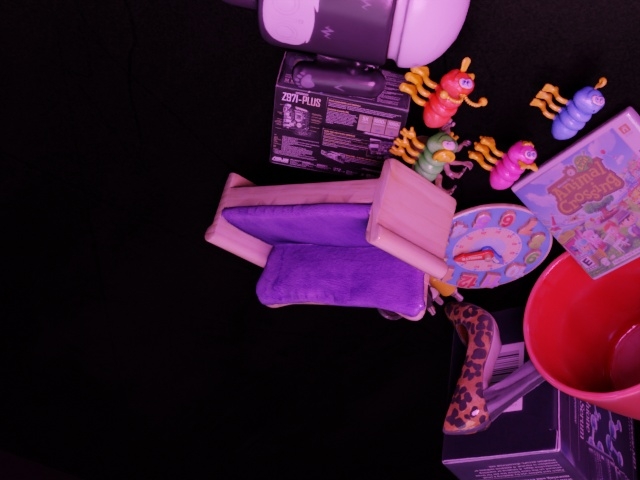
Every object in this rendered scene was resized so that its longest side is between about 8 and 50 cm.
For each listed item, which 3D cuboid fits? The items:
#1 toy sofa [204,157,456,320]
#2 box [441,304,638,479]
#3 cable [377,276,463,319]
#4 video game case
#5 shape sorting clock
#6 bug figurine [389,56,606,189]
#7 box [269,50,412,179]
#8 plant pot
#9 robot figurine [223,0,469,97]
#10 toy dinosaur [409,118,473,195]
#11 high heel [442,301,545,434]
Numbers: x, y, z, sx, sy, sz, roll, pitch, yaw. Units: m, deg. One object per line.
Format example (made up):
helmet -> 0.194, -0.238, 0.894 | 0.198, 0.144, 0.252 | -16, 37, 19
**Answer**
toy sofa -> 0.000, 0.000, 1.173 | 0.362, 0.177, 0.150 | 1, 159, 46
box -> 0.412, 0.350, 1.490 | 0.212, 0.294, 0.395 | -16, 133, 32
cable -> 0.128, 0.032, 1.379 | 0.139, 0.072, 0.287 | -20, 123, 21
video game case -> 0.411, -0.059, 1.156 | 0.193, 0.023, 0.212 | 46, 134, -6
shape sorting clock -> 0.265, 0.015, 1.302 | 0.206, 0.040, 0.206 | -2, 144, -1
bug figurine -> 0.224, -0.141, 1.053 | 0.278, 0.072, 0.216 | 2, 147, -20
box -> 0.026, -0.168, 1.137 | 0.180, 0.078, 0.147 | 11, 141, 2
plant pot -> 0.497, 0.158, 1.283 | 0.275, 0.275, 0.243 | -22, 140, 35
robot figurine -> 0.029, -0.291, 0.918 | 0.278, 0.174, 0.209 | 11, 147, 3
toy dinosaur -> 0.166, -0.112, 1.204 | 0.092, 0.053, 0.183 | 34, 131, -2
high heel -> 0.228, 0.205, 1.368 | 0.186, 0.261, 0.093 | -33, 125, -8
